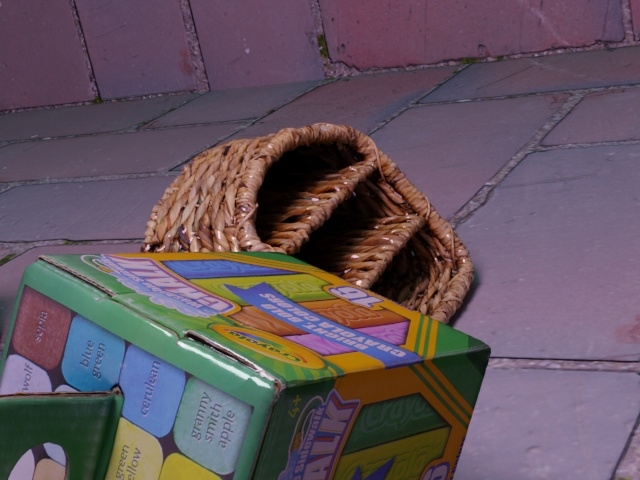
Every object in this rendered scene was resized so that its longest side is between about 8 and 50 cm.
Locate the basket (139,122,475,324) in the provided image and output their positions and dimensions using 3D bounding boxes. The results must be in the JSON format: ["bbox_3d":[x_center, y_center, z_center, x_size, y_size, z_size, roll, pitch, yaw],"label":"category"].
[{"bbox_3d":[0.000,0.000,1.075,0.223,0.214,0.299,-4,20,27],"label":"basket"}]

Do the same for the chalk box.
[{"bbox_3d":[-0.064,0.117,0.615,0.179,0.180,0.289,23,14,31],"label":"chalk box"}]
